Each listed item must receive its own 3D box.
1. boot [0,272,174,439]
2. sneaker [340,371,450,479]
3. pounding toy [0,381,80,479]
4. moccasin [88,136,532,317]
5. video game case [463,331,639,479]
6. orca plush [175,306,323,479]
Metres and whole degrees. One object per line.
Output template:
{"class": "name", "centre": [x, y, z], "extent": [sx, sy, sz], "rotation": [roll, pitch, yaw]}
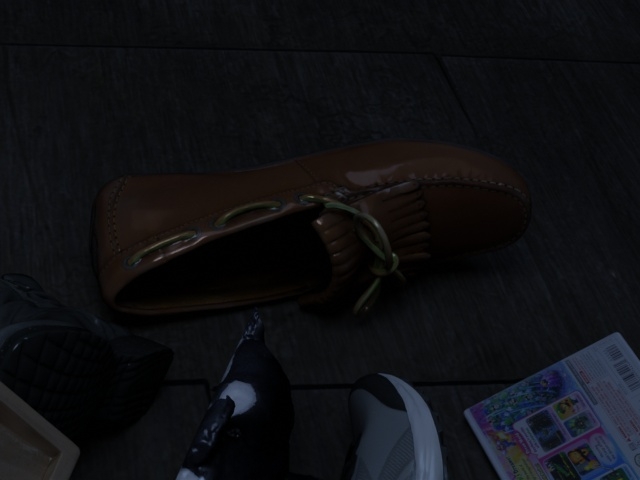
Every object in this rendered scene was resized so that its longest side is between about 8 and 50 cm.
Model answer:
{"class": "boot", "centre": [-0.220, 0.072, 0.922], "extent": [0.161, 0.083, 0.246], "rotation": [26, 1, 16]}
{"class": "sneaker", "centre": [0.035, 0.196, 0.897], "extent": [0.108, 0.100, 0.271], "rotation": [2, 41, -5]}
{"class": "pounding toy", "centre": [-0.223, 0.187, 0.731], "extent": [0.181, 0.094, 0.206], "rotation": [46, 34, -21]}
{"class": "moccasin", "centre": [0.001, -0.002, 1.087], "extent": [0.380, 0.139, 0.147], "rotation": [-3, 43, -17]}
{"class": "video game case", "centre": [0.206, 0.160, 0.996], "extent": [0.143, 0.019, 0.157], "rotation": [-27, 48, -1]}
{"class": "orca plush", "centre": [-0.045, 0.168, 0.892], "extent": [0.102, 0.151, 0.287], "rotation": [24, 18, -1]}
